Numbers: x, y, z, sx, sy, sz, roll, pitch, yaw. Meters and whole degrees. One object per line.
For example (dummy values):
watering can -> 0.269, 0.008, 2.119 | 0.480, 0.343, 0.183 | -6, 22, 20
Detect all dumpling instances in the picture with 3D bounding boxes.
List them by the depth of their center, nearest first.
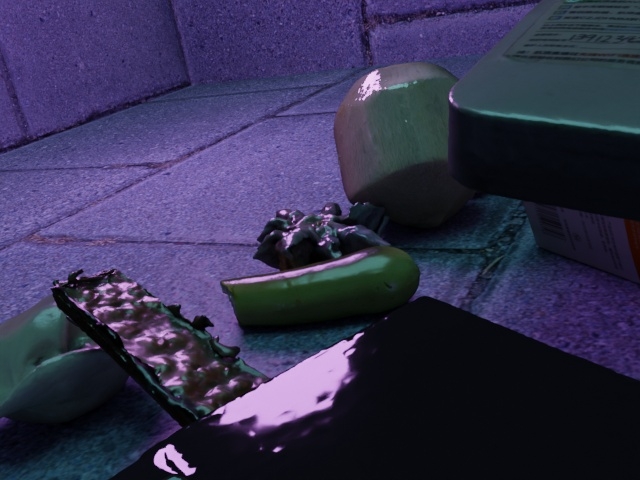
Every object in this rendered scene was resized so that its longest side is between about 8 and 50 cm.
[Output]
dumpling -> -0.282, 0.125, 0.747 | 0.250, 0.132, 0.162 | -21, 20, -24

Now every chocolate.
chocolate -> -0.122, 0.126, 0.630 | 0.329, 0.065, 0.102 | 33, 35, 27

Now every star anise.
star anise -> 0.000, 0.000, 0.980 | 0.229, 0.092, 0.236 | 5, 18, 30

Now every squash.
squash -> 0.000, 0.062, 0.856 | 0.250, 0.083, 0.083 | -11, 21, 9

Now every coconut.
coconut -> 0.143, -0.135, 1.089 | 0.245, 0.247, 0.245 | -7, -9, -1

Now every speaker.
speaker -> 0.053, 0.183, 0.369 | 0.254, 0.184, 0.232 | -25, 25, -26

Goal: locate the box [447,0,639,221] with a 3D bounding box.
box -> 0.364, -0.147, 0.644 | 0.396, 0.111, 0.396 | 15, 42, 31

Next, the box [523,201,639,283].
box -> 0.429, -0.061, 0.799 | 0.225, 0.143, 0.341 | -35, 29, -14
